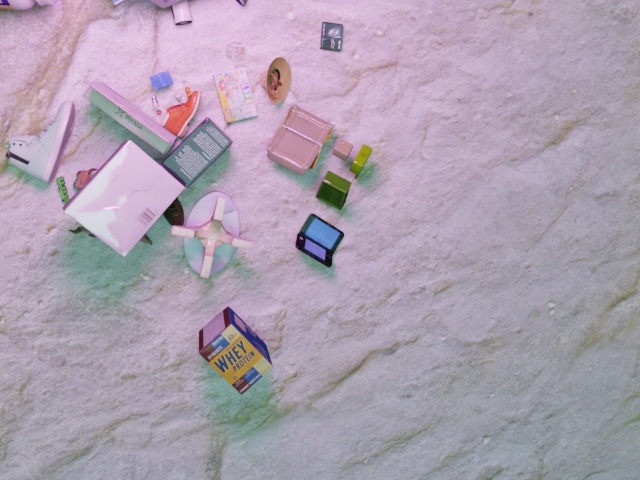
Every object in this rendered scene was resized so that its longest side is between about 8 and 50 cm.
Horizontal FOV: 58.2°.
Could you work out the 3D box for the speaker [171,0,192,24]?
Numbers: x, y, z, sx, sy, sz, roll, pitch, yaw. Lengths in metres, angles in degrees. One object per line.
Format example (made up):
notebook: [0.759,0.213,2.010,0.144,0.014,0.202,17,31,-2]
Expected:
speaker: [-0.424,-0.720,1.719,0.055,0.055,0.136,-13,103,-9]

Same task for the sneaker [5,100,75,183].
sneaker: [-0.827,-0.312,1.691,0.151,0.094,0.255,22,94,-11]

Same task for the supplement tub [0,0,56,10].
supplement tub: [-0.895,-0.740,1.523,0.332,0.241,0.240,-1,100,-11]

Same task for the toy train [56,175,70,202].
toy train: [-0.791,-0.156,1.766,0.024,0.017,0.083,-9,102,0]

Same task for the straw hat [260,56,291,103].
straw hat: [-0.155,-0.505,1.807,0.061,0.144,0.144,14,99,29]

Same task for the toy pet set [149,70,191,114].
toy pet set: [-0.461,-0.455,1.754,0.122,0.065,0.114,-21,104,-8]

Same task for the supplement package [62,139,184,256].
supplement package: [-0.562,-0.121,1.645,0.204,0.145,0.261,44,78,-24]

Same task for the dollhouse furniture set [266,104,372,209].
dollhouse furniture set: [-0.011,-0.272,1.882,0.302,0.151,0.197,28,72,2]

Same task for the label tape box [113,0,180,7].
label tape box: [-0.450,-0.808,1.629,0.348,0.115,0.249,-25,80,-4]

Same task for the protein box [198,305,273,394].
protein box: [-0.278,0.351,1.867,0.136,0.201,0.199,-42,105,-2]

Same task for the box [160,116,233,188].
box: [-0.379,-0.269,1.761,0.207,0.153,0.108,-46,106,0]

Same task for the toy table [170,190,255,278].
toy table: [-0.339,-0.013,1.812,0.252,0.161,0.274,0,99,-12]

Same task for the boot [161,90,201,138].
boot: [-0.425,-0.400,1.763,0.085,0.059,0.157,28,103,-21]

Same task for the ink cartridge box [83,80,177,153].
ink cartridge box: [-0.551,-0.352,1.663,0.275,0.239,0.060,36,97,-15]

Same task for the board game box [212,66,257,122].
board game box: [-0.268,-0.457,1.813,0.104,0.026,0.154,-16,103,-9]

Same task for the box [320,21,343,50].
box: [0.035,-0.653,1.844,0.067,0.018,0.083,4,99,-12]

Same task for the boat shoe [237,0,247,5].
boat shoe: [-0.260,-0.804,1.732,0.066,0.066,0.183,-30,105,-6]

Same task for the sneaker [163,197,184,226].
sneaker: [-0.478,-0.127,1.807,0.066,0.071,0.188,-18,103,-8]

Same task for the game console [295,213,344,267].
game console: [0.000,0.000,1.924,0.144,0.124,0.085,31,119,-15]

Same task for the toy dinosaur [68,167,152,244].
toy dinosaur: [-0.632,-0.085,1.762,0.296,0.127,0.200,26,87,-20]
